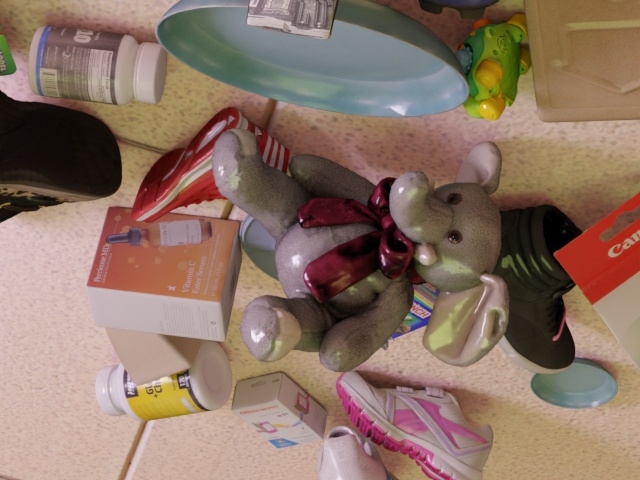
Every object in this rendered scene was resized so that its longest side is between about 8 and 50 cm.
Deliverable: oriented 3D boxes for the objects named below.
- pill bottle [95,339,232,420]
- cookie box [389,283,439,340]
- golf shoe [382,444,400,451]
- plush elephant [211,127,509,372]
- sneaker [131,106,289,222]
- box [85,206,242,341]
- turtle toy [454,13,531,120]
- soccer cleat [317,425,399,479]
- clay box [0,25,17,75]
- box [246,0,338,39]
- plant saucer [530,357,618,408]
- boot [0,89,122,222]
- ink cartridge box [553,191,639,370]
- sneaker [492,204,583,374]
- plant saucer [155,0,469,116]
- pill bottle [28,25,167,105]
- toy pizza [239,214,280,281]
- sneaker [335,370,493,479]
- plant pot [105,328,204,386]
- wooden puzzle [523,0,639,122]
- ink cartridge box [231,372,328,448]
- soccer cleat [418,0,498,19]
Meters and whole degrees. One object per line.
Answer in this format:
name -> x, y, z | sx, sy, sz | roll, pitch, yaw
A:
pill bottle -> -0.226, 0.202, 2.063 | 0.184, 0.103, 0.103 | -13, 138, 27
cookie box -> 0.101, 0.078, 1.873 | 0.107, 0.040, 0.092 | -26, 130, 38
golf shoe -> 0.153, 0.290, 2.146 | 0.176, 0.069, 0.086 | 17, 161, 0
plush elephant -> 0.080, 0.005, 1.577 | 0.255, 0.271, 0.330 | -27, 144, 28
sneaker -> -0.121, -0.058, 1.703 | 0.128, 0.087, 0.221 | 32, 140, -25
box -> -0.194, 0.042, 1.816 | 0.170, 0.130, 0.091 | 6, 145, 4
turtle toy -> 0.172, -0.173, 1.486 | 0.066, 0.095, 0.130 | 20, 148, 23
soccer cleat -> 0.057, 0.348, 2.182 | 0.116, 0.143, 0.331 | -17, 171, 0
clay box -> -0.442, -0.237, 1.560 | 0.222, 0.053, 0.127 | 2, 146, 7
box -> 0.010, -0.351, 1.144 | 0.077, 0.242, 0.307 | 11, 145, -2
plant saucer -> 0.348, 0.192, 1.987 | 0.119, 0.021, 0.119 | 7, 144, 5
boot -> -0.450, -0.089, 1.642 | 0.284, 0.138, 0.377 | -18, 161, 37
ink cartridge box -> 0.399, 0.040, 1.678 | 0.181, 0.056, 0.224 | -37, 131, 8
sneaker -> 0.277, 0.065, 1.758 | 0.147, 0.104, 0.296 | -12, 135, 35
plant saucer -> -0.005, -0.191, 1.441 | 0.318, 0.043, 0.317 | 12, 171, 2
pill bottle -> -0.239, -0.187, 1.561 | 0.137, 0.078, 0.078 | 7, 144, 3
toy pizza -> 0.000, 0.000, 1.798 | 0.201, 0.032, 0.201 | 7, 145, 5
sneaker -> 0.138, 0.254, 2.061 | 0.252, 0.111, 0.103 | 34, 163, 1
plant pot -> -0.224, 0.115, 1.953 | 0.109, 0.109, 0.096 | -22, 120, 36
wooden puzzle -> 0.356, -0.237, 1.365 | 0.322, 0.080, 0.348 | 0, 147, 14
ink cartridge box -> -0.061, 0.252, 2.136 | 0.088, 0.052, 0.122 | -16, 135, 31
soccer cleat -> 0.039, -0.286, 1.346 | 0.289, 0.093, 0.121 | 11, 138, 12
